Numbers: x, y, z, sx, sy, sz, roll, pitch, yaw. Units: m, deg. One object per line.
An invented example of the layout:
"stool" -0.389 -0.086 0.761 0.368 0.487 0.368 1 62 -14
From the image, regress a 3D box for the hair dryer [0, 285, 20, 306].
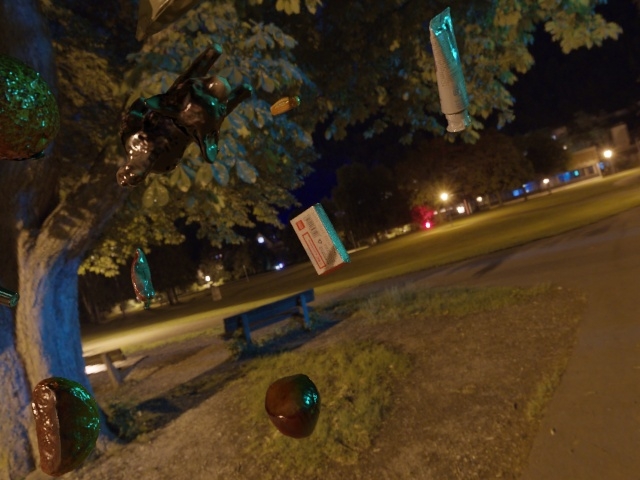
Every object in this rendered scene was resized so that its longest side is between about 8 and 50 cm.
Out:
"hair dryer" -0.772 0.037 0.981 0.195 0.219 0.075 19 18 -4

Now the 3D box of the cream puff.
"cream puff" -0.949 -0.409 1.296 0.228 0.350 0.350 -17 -1 41

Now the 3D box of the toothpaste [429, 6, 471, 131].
"toothpaste" 0.337 -0.435 1.142 0.073 0.299 0.114 10 43 42

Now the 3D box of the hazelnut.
"hazelnut" -0.097 0.628 1.634 0.229 0.229 0.229 -16 -1 0

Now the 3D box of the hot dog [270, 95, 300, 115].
"hot dog" -0.110 -0.424 1.364 0.028 0.044 0.137 -30 16 -35

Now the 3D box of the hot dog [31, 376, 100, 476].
"hot dog" -0.623 0.443 1.056 0.160 0.227 0.099 -6 -8 16

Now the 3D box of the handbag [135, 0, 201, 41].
"handbag" -0.280 -0.596 0.957 0.253 0.316 0.109 -7 -36 38

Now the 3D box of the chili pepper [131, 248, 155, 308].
"chili pepper" -0.438 0.095 1.072 0.041 0.153 0.050 -20 -16 -7

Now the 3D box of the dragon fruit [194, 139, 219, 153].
"dragon fruit" -0.383 -0.360 1.501 0.063 0.131 0.097 -40 -15 -33

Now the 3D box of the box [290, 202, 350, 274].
"box" 0.000 0.000 1.492 0.123 0.229 0.050 -32 -5 37

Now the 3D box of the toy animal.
"toy animal" -0.338 -0.273 1.043 0.344 0.194 0.303 -27 36 29
